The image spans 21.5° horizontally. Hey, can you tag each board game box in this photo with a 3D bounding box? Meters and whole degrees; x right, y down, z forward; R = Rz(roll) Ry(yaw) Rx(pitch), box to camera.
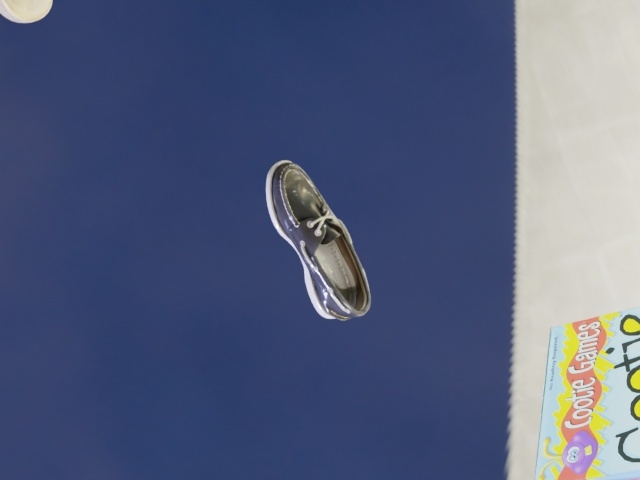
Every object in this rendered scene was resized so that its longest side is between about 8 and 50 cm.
[{"bbox_3d":[0.307,0.123,1.173,0.275,0.144,0.142,-17,-135,33],"label":"board game box"}]

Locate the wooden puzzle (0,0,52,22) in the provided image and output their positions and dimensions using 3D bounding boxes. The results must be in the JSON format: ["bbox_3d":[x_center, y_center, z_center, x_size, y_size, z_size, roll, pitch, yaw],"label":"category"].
[{"bbox_3d":[-0.327,-0.385,1.362,0.081,0.348,0.322,-14,-118,10],"label":"wooden puzzle"}]

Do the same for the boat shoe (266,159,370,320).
[{"bbox_3d":[0.000,0.000,1.207,0.038,0.046,0.125,-3,-69,53],"label":"boat shoe"}]
